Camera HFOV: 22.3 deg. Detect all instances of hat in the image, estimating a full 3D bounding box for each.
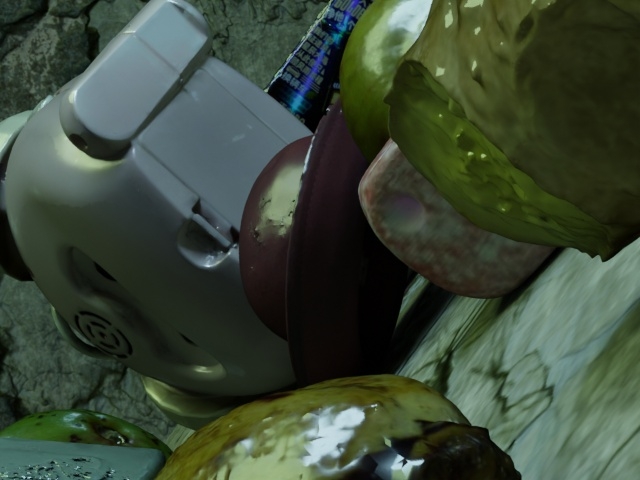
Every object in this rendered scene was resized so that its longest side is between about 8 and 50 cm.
[{"bbox_3d":[0.000,0.000,1.013,0.205,0.089,0.205,7,-90,-75],"label":"hat"}]

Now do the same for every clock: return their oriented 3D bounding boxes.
[{"bbox_3d":[-0.116,0.001,1.304,0.184,0.342,0.326,-48,8,-32],"label":"clock"}]

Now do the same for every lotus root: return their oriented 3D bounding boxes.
[{"bbox_3d":[-0.028,0.125,0.533,0.258,0.097,0.110,-55,3,44],"label":"lotus root"}]

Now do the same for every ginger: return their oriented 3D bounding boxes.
[{"bbox_3d":[0.138,-0.116,0.497,0.270,0.123,0.219,-53,0,-14],"label":"ginger"}]

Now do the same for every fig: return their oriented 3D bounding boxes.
[{"bbox_3d":[0.087,-0.073,0.924,0.142,0.148,0.186,-53,-34,-20],"label":"fig"}]

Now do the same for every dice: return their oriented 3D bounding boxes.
[{"bbox_3d":[0.081,-0.035,0.784,0.094,0.091,0.093,-52,2,36],"label":"dice"}]

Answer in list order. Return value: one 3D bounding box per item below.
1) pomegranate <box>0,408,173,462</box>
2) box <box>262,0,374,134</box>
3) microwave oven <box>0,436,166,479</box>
[{"bbox_3d":[-0.189,0.238,1.220,0.181,0.182,0.224,-63,-10,-77],"label":"pomegranate"},{"bbox_3d":[0.010,-0.095,1.745,0.310,0.198,0.084,-52,2,7],"label":"box"},{"bbox_3d":[-0.231,0.189,0.689,0.237,0.295,0.181,-52,-35,-79],"label":"microwave oven"}]
